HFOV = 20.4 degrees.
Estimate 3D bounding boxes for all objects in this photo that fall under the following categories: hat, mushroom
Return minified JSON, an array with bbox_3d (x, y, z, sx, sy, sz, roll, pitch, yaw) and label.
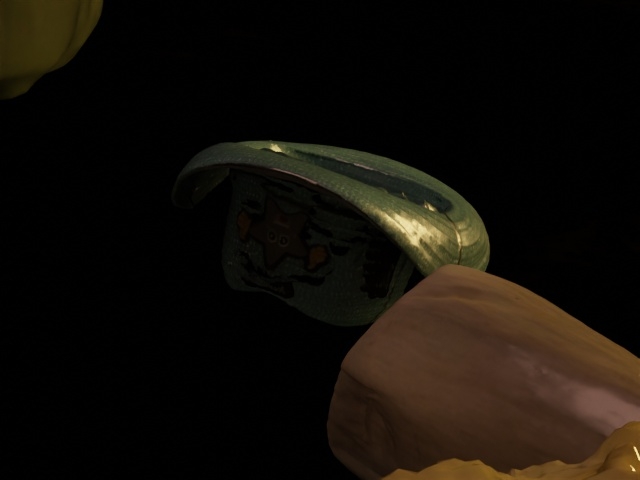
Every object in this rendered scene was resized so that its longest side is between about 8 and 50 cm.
[{"bbox_3d":[0.000,0.000,0.805,0.138,0.078,0.191,20,8,16],"label":"hat"},{"bbox_3d":[0.088,0.076,0.614,0.247,0.108,0.096,26,72,45],"label":"mushroom"}]

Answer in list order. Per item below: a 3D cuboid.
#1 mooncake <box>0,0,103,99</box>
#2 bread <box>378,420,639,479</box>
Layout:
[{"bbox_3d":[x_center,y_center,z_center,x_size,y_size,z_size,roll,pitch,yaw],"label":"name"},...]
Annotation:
[{"bbox_3d":[-0.301,-0.187,1.037,0.356,0.194,0.356,7,24,-3],"label":"mooncake"},{"bbox_3d":[0.080,0.147,0.335,0.262,0.204,0.162,4,12,9],"label":"bread"}]
